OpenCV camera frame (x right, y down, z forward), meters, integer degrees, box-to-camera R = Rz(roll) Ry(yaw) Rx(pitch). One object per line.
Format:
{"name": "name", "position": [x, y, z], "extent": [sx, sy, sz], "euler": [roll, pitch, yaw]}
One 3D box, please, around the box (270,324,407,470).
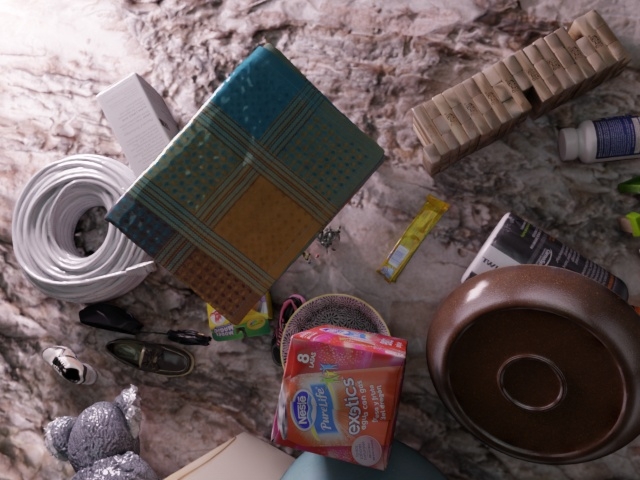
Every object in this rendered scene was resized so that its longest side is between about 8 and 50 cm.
{"name": "box", "position": [0.037, 0.179, 0.720], "extent": [0.128, 0.257, 0.123], "euler": [9, 86, 10]}

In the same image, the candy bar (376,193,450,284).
{"name": "candy bar", "position": [0.147, -0.002, 0.928], "extent": [0.040, 0.018, 0.161], "euler": [35, 90, 16]}

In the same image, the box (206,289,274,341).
{"name": "box", "position": [-0.138, 0.073, 0.959], "extent": [0.105, 0.043, 0.179], "euler": [-9, 79, 8]}

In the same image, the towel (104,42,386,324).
{"name": "towel", "position": [-0.108, -0.088, 0.904], "extent": [0.271, 0.040, 0.370], "euler": [42, 84, -12]}

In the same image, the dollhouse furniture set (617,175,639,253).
{"name": "dollhouse furniture set", "position": [0.497, -0.019, 0.864], "extent": [0.076, 0.058, 0.152], "euler": [-24, 98, -1]}

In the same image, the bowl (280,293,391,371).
{"name": "bowl", "position": [0.029, 0.168, 0.895], "extent": [0.170, 0.080, 0.170], "euler": [-1, 82, 9]}

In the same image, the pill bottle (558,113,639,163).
{"name": "pill bottle", "position": [0.428, -0.152, 0.871], "extent": [0.120, 0.067, 0.067], "euler": [-5, 82, 9]}

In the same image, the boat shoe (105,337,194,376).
{"name": "boat shoe", "position": [-0.289, 0.197, 0.966], "extent": [0.152, 0.049, 0.056], "euler": [7, 84, 11]}

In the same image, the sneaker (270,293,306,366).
{"name": "sneaker", "position": [-0.056, 0.145, 0.927], "extent": [0.047, 0.057, 0.119], "euler": [11, 86, 10]}

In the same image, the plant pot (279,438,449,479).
{"name": "plant pot", "position": [0.052, 0.366, 0.748], "extent": [0.290, 0.195, 0.290], "euler": [-1, 111, -4]}

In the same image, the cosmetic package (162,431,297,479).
{"name": "cosmetic package", "position": [-0.139, 0.382, 0.782], "extent": [0.113, 0.309, 0.160], "euler": [25, 86, 12]}

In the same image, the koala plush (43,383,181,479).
{"name": "koala plush", "position": [-0.327, 0.351, 0.895], "extent": [0.196, 0.203, 0.221], "euler": [-23, 67, 6]}

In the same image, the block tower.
{"name": "block tower", "position": [0.298, -0.227, 0.894], "extent": [0.335, 0.091, 0.097], "euler": [-30, 78, 5]}

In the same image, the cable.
{"name": "cable", "position": [-0.400, -0.020, 0.997], "extent": [0.257, 0.089, 0.257], "euler": [-23, 78, 7]}

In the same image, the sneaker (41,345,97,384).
{"name": "sneaker", "position": [-0.440, 0.214, 0.996], "extent": [0.109, 0.044, 0.040], "euler": [24, 89, 14]}

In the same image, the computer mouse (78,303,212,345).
{"name": "computer mouse", "position": [-0.294, 0.139, 0.968], "extent": [0.242, 0.071, 0.041], "euler": [9, 70, 10]}

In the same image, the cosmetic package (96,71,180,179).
{"name": "cosmetic package", "position": [-0.275, -0.154, 0.977], "extent": [0.085, 0.117, 0.231], "euler": [-31, 80, 4]}

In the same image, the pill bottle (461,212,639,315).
{"name": "pill bottle", "position": [0.339, 0.076, 0.825], "extent": [0.245, 0.130, 0.130], "euler": [34, 90, 13]}

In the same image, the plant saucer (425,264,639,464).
{"name": "plant saucer", "position": [0.290, 0.185, 0.786], "extent": [0.310, 0.050, 0.311], "euler": [10, 112, 24]}

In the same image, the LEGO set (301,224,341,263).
{"name": "LEGO set", "position": [0.001, 0.003, 0.951], "extent": [0.054, 0.023, 0.083], "euler": [32, 89, 13]}
